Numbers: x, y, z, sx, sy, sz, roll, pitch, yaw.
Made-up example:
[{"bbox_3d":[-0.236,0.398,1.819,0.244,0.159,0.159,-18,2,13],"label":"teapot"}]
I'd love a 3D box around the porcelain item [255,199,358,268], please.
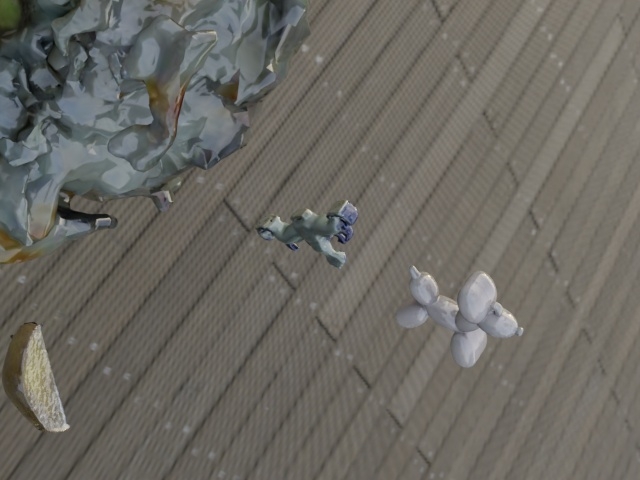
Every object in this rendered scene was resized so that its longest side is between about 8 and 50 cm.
[{"bbox_3d":[0.000,0.000,0.878,0.075,0.136,0.021,51,55,-24],"label":"porcelain item"}]

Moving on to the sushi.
[{"bbox_3d":[-0.171,-0.182,0.451,0.176,0.417,0.417,-7,103,-59],"label":"sushi"}]

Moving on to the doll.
[{"bbox_3d":[0.175,0.091,1.125,0.059,0.161,0.160,-48,161,-28],"label":"doll"}]

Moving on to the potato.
[{"bbox_3d":[-0.217,0.107,0.651,0.036,0.037,0.093,-55,142,-58],"label":"potato"}]
